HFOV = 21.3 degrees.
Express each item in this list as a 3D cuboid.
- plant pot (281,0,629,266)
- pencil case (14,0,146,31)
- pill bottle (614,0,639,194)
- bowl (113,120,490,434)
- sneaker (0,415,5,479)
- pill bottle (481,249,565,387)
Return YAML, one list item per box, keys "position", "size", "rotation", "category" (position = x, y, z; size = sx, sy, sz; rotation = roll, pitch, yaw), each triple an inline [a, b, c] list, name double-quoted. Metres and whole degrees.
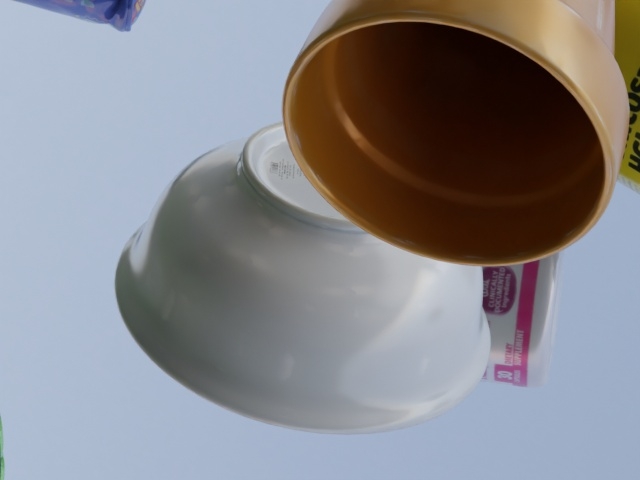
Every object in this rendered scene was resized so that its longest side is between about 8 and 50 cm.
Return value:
- position: [0.102, -0.120, 1.067]
  size: [0.205, 0.205, 0.188]
  rotation: [-7, -138, 33]
  category: "plant pot"
- position: [-0.340, -0.338, 1.939]
  size: [0.119, 0.306, 0.133]
  rotation: [-122, -131, -81]
  category: "pencil case"
- position: [0.315, -0.134, 1.542]
  size: [0.334, 0.188, 0.188]
  rotation: [33, -96, 26]
  category: "pill bottle"
- position: [0.000, 0.000, 1.283]
  size: [0.298, 0.298, 0.134]
  rotation: [53, -41, 44]
  category: "bowl"
- position: [-0.334, 0.233, 1.154]
  size: [0.185, 0.202, 0.482]
  rotation: [4, -113, 3]
  category: "sneaker"
- position: [0.080, 0.042, 1.588]
  size: [0.283, 0.160, 0.160]
  rotation: [7, -117, 10]
  category: "pill bottle"
